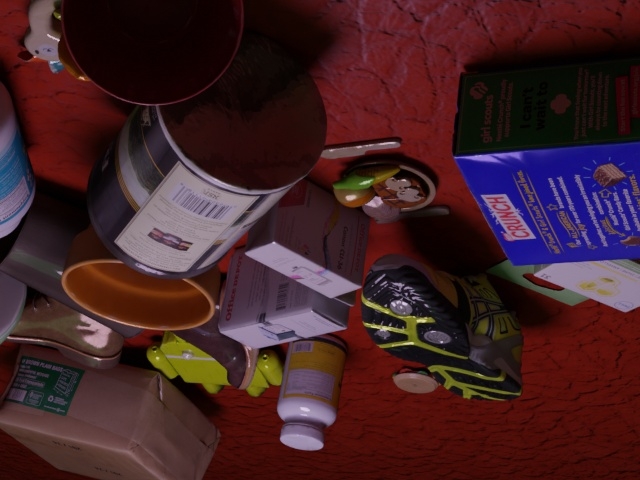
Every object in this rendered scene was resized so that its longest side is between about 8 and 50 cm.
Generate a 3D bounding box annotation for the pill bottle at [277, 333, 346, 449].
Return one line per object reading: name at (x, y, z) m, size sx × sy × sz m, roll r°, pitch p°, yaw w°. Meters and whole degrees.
pill bottle at (-0.017, 0.256, 2.097) m, size 0.103 × 0.184 × 0.103 m, roll 8°, pitch 153°, yaw 4°

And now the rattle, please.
rattle at (-0.286, -0.196, 1.385) m, size 0.199 × 0.143 × 0.130 m, roll -25°, pitch 156°, yaw 39°

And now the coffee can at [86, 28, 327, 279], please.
coffee can at (-0.139, -0.095, 1.452) m, size 0.201 × 0.201 × 0.275 m, roll 20°, pitch 150°, yaw -19°

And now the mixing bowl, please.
mixing bowl at (-0.171, -0.238, 1.265) m, size 0.181 × 0.098 × 0.181 m, roll -3°, pitch 110°, yaw -7°

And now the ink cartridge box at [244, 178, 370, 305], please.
ink cartridge box at (0.000, 0.000, 1.681) m, size 0.198 × 0.115 × 0.067 m, roll 28°, pitch 147°, yaw -33°

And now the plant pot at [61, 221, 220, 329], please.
plant pot at (-0.226, -0.007, 1.662) m, size 0.205 × 0.188 × 0.205 m, roll 7°, pitch 152°, yaw 4°

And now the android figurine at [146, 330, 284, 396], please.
android figurine at (-0.186, 0.211, 2.210) m, size 0.248 × 0.056 × 0.273 m, roll 3°, pitch 154°, yaw 13°

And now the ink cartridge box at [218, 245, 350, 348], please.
ink cartridge box at (-0.048, 0.069, 1.800) m, size 0.190 × 0.140 × 0.082 m, roll -17°, pitch 144°, yaw 42°

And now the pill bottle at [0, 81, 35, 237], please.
pill bottle at (-0.452, -0.100, 1.602) m, size 0.146 × 0.146 × 0.264 m, roll 9°, pitch 153°, yaw 1°

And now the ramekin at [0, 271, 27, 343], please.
ramekin at (-0.581, 0.066, 1.810) m, size 0.303 × 0.303 × 0.148 m, roll 27°, pitch 140°, yaw -29°

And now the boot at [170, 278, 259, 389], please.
boot at (-0.198, 0.143, 2.029) m, size 0.206 × 0.090 × 0.248 m, roll 10°, pitch 137°, yaw 0°

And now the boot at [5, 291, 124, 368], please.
boot at (-0.477, 0.115, 2.108) m, size 0.305 × 0.112 × 0.115 m, roll 17°, pitch 122°, yaw -4°

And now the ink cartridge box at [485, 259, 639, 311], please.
ink cartridge box at (0.365, 0.052, 1.732) m, size 0.171 × 0.056 × 0.235 m, roll 21°, pitch 148°, yaw -23°

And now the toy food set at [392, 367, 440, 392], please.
toy food set at (0.170, 0.249, 2.201) m, size 0.082 × 0.020 × 0.083 m, roll 23°, pitch 150°, yaw -23°

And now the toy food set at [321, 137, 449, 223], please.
toy food set at (0.085, -0.062, 1.618) m, size 0.132 × 0.038 × 0.192 m, roll -7°, pitch 149°, yaw 28°

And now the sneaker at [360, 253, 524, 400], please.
sneaker at (0.177, 0.104, 1.788) m, size 0.145 × 0.147 × 0.384 m, roll -6°, pitch 150°, yaw 30°

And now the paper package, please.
paper package at (-0.407, 0.348, 2.366) m, size 0.324 × 0.168 × 0.309 m, roll 9°, pitch 154°, yaw 24°

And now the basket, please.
basket at (-0.349, 0.029, 1.820) m, size 0.227 × 0.154 × 0.204 m, roll 27°, pitch 155°, yaw -22°

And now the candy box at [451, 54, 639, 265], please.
candy box at (0.339, -0.086, 1.403) m, size 0.317 × 0.122 × 0.268 m, roll -4°, pitch 151°, yaw 23°
